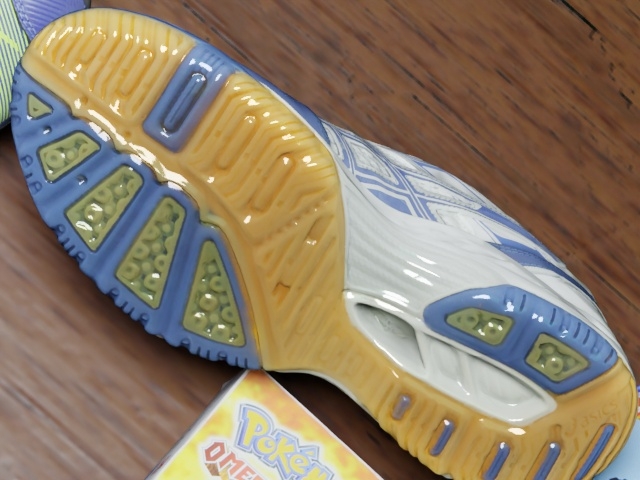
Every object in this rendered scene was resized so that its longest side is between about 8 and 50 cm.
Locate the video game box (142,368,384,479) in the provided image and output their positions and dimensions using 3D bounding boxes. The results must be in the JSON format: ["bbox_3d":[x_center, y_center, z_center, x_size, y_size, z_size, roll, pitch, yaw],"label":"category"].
[{"bbox_3d":[-0.014,0.185,0.772,0.205,0.048,0.187,42,60,-3],"label":"video game box"}]

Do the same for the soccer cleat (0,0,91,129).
[{"bbox_3d":[-0.232,-0.144,0.778,0.289,0.093,0.121,33,66,-8],"label":"soccer cleat"}]

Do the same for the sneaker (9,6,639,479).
[{"bbox_3d":[0.000,0.000,0.809,0.296,0.112,0.131,36,19,-9],"label":"sneaker"}]

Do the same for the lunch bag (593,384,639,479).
[{"bbox_3d":[0.239,0.146,0.834,0.221,0.138,0.293,-22,63,-22],"label":"lunch bag"}]
